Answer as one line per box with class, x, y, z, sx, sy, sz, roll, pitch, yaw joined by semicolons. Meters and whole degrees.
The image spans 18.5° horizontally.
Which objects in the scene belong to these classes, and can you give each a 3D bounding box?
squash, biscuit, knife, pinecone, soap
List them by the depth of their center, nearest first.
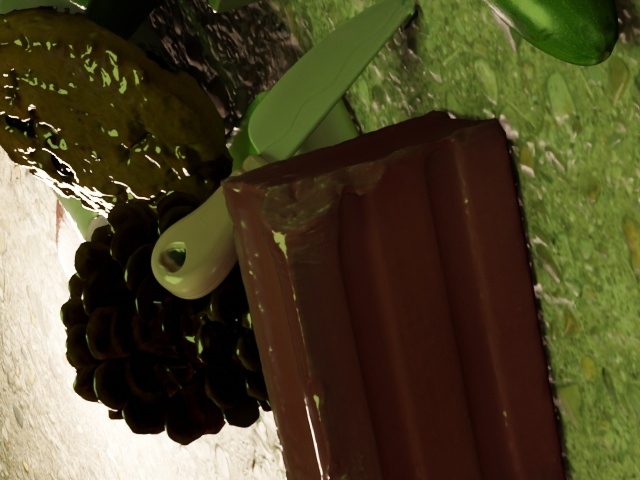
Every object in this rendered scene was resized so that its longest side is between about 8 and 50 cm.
squash;0.130;-0.239;1.510;0.292;0.082;0.082;53;151;33
soap;0.068;0.088;1.707;0.128;0.233;0.360;22;127;61
knife;-0.034;-0.091;1.736;0.081;0.336;0.043;35;175;37
pinecone;-0.104;0.076;1.847;0.292;0.246;0.246;-2;107;48
biscuit;-0.225;-0.112;1.958;0.296;0.075;0.296;23;148;15

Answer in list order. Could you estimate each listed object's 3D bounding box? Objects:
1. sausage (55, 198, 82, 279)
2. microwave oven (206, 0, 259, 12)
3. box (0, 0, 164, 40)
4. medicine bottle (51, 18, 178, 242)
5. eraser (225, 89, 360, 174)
sausage;-0.277;-0.045;2.460;0.113;0.113;0.259;57;154;25
microwave oven;0.036;-0.337;1.304;0.286;0.355;0.218;56;152;25
box;-0.247;-0.303;2.016;0.178;0.253;0.329;35;157;1
medicine bottle;-0.252;-0.163;2.221;0.332;0.190;0.190;60;153;21
eraser;0.000;0.000;1.950;0.274;0.092;0.210;64;155;10
